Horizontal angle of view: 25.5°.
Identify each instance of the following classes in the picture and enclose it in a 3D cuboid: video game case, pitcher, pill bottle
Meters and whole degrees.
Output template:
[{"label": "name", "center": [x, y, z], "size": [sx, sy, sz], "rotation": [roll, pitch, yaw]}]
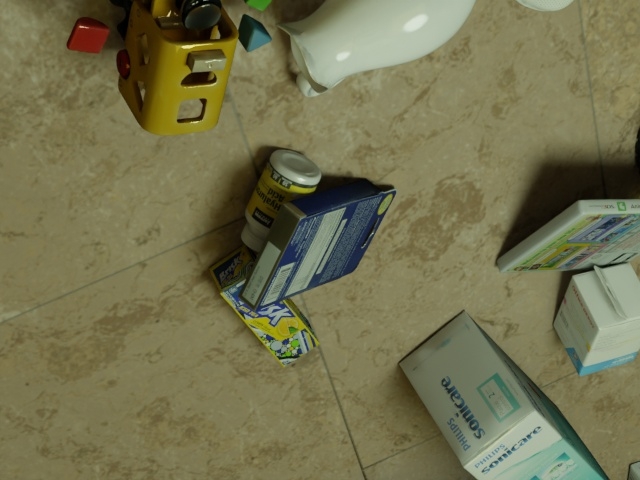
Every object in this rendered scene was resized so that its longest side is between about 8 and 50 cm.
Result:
[{"label": "video game case", "center": [0.363, -0.006, 1.841], "size": [0.193, 0.023, 0.212], "rotation": [-1, 160, -24]}, {"label": "pitcher", "center": [0.060, -0.235, 1.543], "size": [0.207, 0.125, 0.178], "rotation": [-32, 172, -6]}, {"label": "pill bottle", "center": [-0.050, -0.044, 1.666], "size": [0.065, 0.065, 0.116], "rotation": [10, 120, -30]}]

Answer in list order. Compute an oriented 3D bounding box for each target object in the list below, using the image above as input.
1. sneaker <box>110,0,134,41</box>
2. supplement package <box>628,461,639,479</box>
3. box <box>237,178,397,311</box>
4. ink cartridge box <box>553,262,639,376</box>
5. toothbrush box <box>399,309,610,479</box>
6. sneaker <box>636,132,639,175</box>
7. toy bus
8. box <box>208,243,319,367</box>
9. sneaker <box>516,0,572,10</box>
[{"label": "sneaker", "center": [-0.180, -0.266, 1.434], "size": [0.074, 0.063, 0.170], "rotation": [-17, 136, -20]}, {"label": "supplement package", "center": [0.613, 0.457, 2.302], "size": [0.194, 0.149, 0.203], "rotation": [-14, 131, -14]}, {"label": "box", "center": [0.000, 0.000, 1.696], "size": [0.225, 0.036, 0.136], "rotation": [-17, 140, -55]}, {"label": "ink cartridge box", "center": [0.391, 0.104, 1.940], "size": [0.089, 0.092, 0.143], "rotation": [-13, 147, -15]}, {"label": "toothbrush box", "center": [0.265, 0.267, 1.952], "size": [0.126, 0.216, 0.295], "rotation": [-40, 130, 8]}, {"label": "sneaker", "center": [0.494, -0.162, 1.800], "size": [0.129, 0.111, 0.297], "rotation": [-10, 130, -25]}, {"label": "toy bus", "center": [-0.132, -0.200, 1.405], "size": [0.191, 0.104, 0.202], "rotation": [-39, 143, 8]}, {"label": "box", "center": [-0.069, 0.083, 1.763], "size": [0.059, 0.054, 0.169], "rotation": [-34, 133, 3]}, {"label": "sneaker", "center": [0.228, -0.322, 1.509], "size": [0.108, 0.169, 0.292], "rotation": [-39, 133, 5]}]
